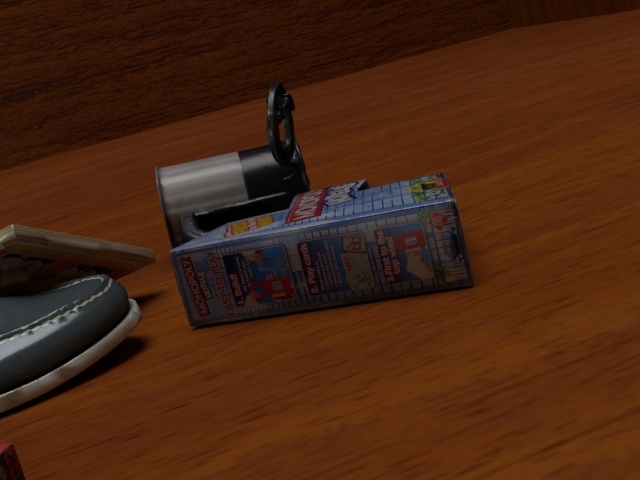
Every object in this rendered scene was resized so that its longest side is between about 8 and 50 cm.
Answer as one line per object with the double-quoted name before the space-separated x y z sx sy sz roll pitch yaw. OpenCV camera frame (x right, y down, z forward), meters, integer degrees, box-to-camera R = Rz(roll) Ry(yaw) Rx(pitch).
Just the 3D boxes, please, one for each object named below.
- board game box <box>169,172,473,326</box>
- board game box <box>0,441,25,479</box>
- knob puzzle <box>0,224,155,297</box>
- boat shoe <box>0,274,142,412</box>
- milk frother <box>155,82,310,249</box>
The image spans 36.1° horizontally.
"board game box" 0.000 0.000 0.703 0.194 0.060 0.194 -12 13 5
"board game box" -0.243 0.157 0.361 0.145 0.027 0.281 -12 13 16
"knob puzzle" -0.247 0.047 0.747 0.213 0.030 0.213 -18 -14 -4
"boat shoe" -0.273 0.069 0.614 0.320 0.099 0.116 -18 13 -16
"milk frother" -0.081 -0.064 0.881 0.135 0.143 0.129 -13 19 -5
